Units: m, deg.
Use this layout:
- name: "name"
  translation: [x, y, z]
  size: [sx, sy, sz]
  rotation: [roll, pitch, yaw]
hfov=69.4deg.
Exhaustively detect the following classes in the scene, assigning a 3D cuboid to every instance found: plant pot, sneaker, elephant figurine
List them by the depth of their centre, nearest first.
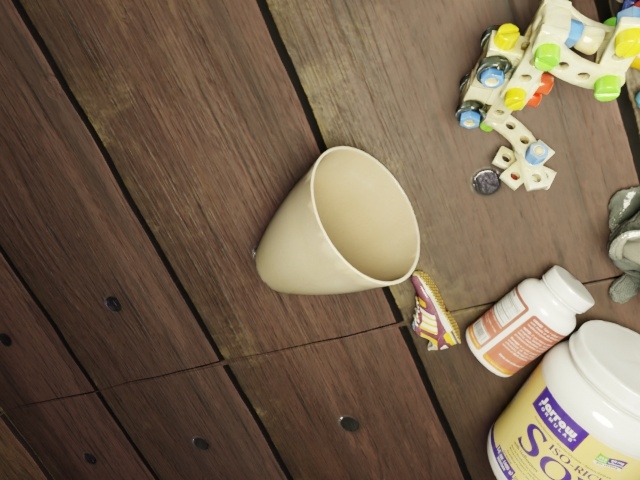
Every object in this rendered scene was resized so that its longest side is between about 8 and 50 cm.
- name: "elephant figurine"
  translation: [0.535, -0.006, 0.745]
  size: [0.239, 0.169, 0.186]
  rotation: [-33, 71, 43]
- name: "plant pot"
  translation: [0.000, 0.000, 0.880]
  size: [0.274, 0.256, 0.256]
  rotation: [-29, 103, 44]
- name: "sneaker"
  translation: [0.217, 0.151, 0.955]
  size: [0.084, 0.069, 0.185]
  rotation: [-27, 102, 21]

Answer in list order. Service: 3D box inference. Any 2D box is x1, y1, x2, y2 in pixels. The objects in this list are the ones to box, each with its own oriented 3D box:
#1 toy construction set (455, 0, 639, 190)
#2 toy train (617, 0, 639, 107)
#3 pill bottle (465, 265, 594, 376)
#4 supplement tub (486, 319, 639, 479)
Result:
- name: "toy construction set"
  translation: [0.326, -0.219, 0.683]
  size: [0.215, 0.151, 0.328]
  rotation: [12, 147, 4]
- name: "toy train"
  translation: [0.441, -0.289, 0.679]
  size: [0.248, 0.105, 0.143]
  rotation: [27, 136, 15]
- name: "pill bottle"
  translation: [0.390, 0.150, 0.869]
  size: [0.121, 0.121, 0.216]
  rotation: [38, 119, -2]
- name: "supplement tub"
  translation: [0.486, 0.337, 0.849]
  size: [0.241, 0.241, 0.331]
  rotation: [22, 121, 7]
